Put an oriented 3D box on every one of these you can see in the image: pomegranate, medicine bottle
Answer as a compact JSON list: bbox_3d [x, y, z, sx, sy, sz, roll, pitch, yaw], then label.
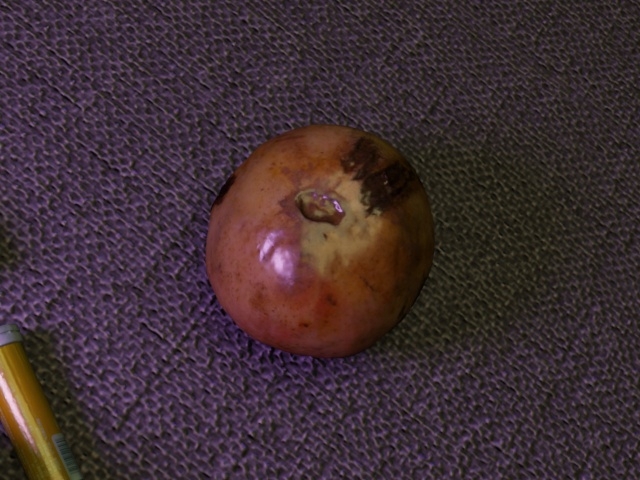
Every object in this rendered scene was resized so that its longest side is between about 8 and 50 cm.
[{"bbox_3d":[0.000,0.000,1.482,0.322,0.322,0.322,7,65,-16],"label":"pomegranate"},{"bbox_3d":[-0.369,0.215,1.382,0.074,0.074,0.218,-23,77,-26],"label":"medicine bottle"}]
